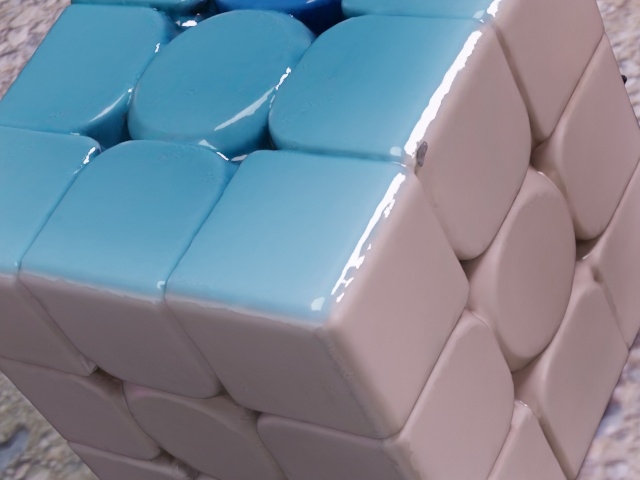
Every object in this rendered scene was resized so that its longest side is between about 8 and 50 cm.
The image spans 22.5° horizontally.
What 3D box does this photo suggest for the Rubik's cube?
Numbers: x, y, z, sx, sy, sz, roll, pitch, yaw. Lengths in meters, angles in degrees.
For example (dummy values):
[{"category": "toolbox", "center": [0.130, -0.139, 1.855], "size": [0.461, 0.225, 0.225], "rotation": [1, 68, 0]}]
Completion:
[{"category": "Rubik's cube", "center": [0.000, 0.000, 0.928], "size": [0.290, 0.291, 0.292], "rotation": [9, 57, 35]}]
